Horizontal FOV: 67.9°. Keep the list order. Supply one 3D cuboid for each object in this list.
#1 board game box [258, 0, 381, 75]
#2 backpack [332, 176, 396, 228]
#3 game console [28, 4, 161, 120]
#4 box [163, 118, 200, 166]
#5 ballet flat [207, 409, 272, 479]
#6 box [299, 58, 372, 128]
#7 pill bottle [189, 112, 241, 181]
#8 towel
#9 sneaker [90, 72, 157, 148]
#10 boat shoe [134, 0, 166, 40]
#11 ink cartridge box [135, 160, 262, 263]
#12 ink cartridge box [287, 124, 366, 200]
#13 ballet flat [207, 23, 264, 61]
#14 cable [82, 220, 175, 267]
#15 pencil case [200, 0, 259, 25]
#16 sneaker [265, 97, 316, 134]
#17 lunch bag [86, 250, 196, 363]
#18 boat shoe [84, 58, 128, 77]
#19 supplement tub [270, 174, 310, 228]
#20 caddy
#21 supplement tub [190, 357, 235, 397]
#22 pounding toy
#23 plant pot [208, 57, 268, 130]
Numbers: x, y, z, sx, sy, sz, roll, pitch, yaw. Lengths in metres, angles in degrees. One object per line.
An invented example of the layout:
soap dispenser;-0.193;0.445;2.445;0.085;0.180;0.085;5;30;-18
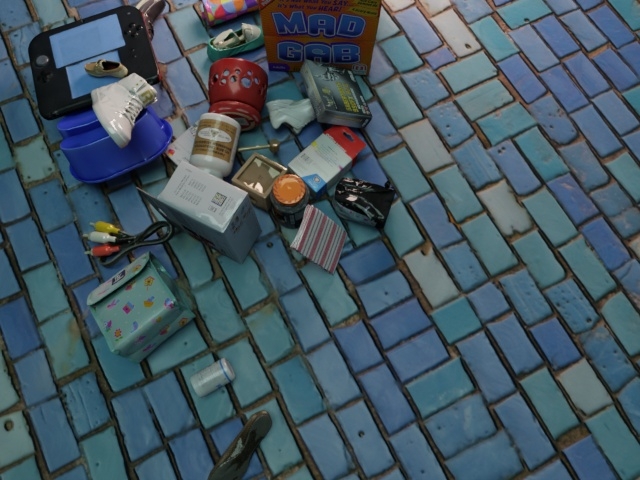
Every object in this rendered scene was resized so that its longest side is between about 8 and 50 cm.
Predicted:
board game box;0.006;-0.802;1.546;0.356;0.356;0.356;3;73;0
backpack;0.125;-0.116;1.462;0.182;0.115;0.152;18;62;6
game console;-0.724;-0.576;1.516;0.387;0.060;0.342;-21;65;-3
box;-0.395;-0.302;1.557;0.145;0.038;0.186;41;76;11
ballet flat;-0.220;0.568;1.285;0.084;0.058;0.250;39;80;-26
box;0.049;-0.475;1.541;0.183;0.056;0.231;1;57;-31
pill bottle;-0.330;-0.260;1.461;0.131;0.131;0.229;10;81;3
towel;0.000;0.000;1.406;0.029;0.197;0.144;7;69;43
sneaker;-0.539;-0.382;1.339;0.169;0.108;0.292;-29;51;-6
boat shoe;-0.628;-0.732;1.660;0.092;0.103;0.285;37;80;5
ink cartridge box;-0.328;-0.083;1.347;0.272;0.309;0.130;27;74;7
ink cartridge box;0.022;-0.257;1.523;0.231;0.078;0.134;-43;78;-12
ballet flat;-0.281;-0.701;1.654;0.247;0.087;0.083;-27;75;-9
cable;-0.577;0.005;1.416;0.287;0.072;0.139;-4;74;18
pencil case;-0.310;-0.845;1.694;0.236;0.104;0.104;-20;74;-6
sneaker;-0.063;-0.412;1.578;0.232;0.090;0.115;-8;102;-13
lunch bag;-0.521;0.172;1.352;0.223;0.160;0.262;-39;61;-7
boat shoe;-0.658;-0.530;1.449;0.135;0.045;0.050;5;71;5
supplement tub;-0.088;-0.117;1.421;0.117;0.190;0.117;0;72;0
caddy;-0.640;-0.313;1.491;0.341;0.179;0.241;-26;52;-7
supplement tub;-0.300;0.383;1.329;0.107;0.071;0.071;-29;75;-8
pounding toy;-0.188;-0.223;1.510;0.181;0.094;0.206;29;66;13
plant pot;-0.269;-0.460;1.528;0.191;0.191;0.174;3;76;1
